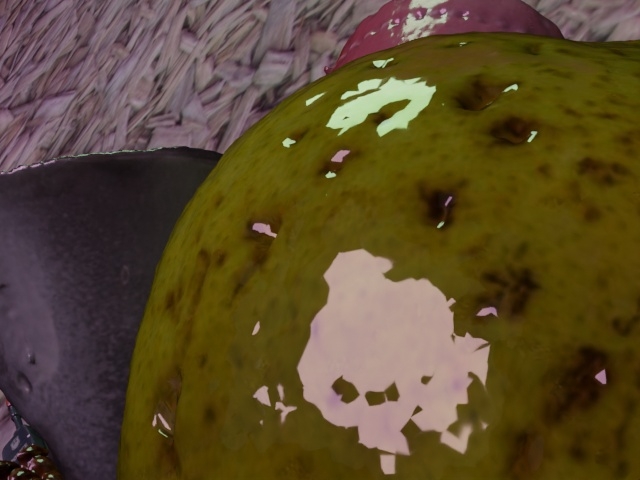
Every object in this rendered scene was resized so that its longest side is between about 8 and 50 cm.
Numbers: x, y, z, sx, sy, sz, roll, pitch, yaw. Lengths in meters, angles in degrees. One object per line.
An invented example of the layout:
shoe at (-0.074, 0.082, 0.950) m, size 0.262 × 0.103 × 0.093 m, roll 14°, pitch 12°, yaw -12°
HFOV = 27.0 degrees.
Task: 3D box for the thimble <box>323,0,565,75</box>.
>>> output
thimble at (0.090, -0.085, 0.952) m, size 0.189 × 0.163 × 0.125 m, roll -11°, pitch 50°, yaw 46°

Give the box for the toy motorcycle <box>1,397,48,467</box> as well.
toy motorcycle at (-0.207, 0.145, 1.231) m, size 0.221 × 0.102 × 0.150 m, roll -51°, pitch 41°, yaw 7°

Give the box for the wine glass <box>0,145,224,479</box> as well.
wine glass at (-0.110, 0.176, 0.771) m, size 0.267 × 0.267 × 0.406 m, roll -30°, pitch 57°, yaw 38°

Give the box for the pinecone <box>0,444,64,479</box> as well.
pinecone at (-0.236, 0.261, 1.105) m, size 0.173 × 0.173 × 0.174 m, roll -37°, pitch 34°, yaw 30°

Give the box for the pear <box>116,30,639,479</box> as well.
pear at (0.094, 0.074, 0.595) m, size 0.391 × 0.391 × 0.391 m, roll -37°, pitch 34°, yaw 30°
